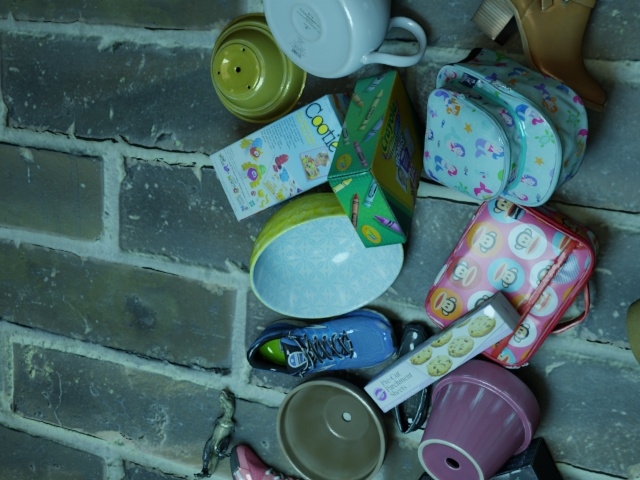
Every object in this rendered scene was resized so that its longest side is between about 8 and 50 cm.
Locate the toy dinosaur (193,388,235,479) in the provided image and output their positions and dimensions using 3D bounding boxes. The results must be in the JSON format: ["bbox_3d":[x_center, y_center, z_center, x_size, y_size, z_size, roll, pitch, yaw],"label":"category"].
[{"bbox_3d":[-0.233,0.464,1.827,0.064,0.118,0.268,18,112,-6],"label":"toy dinosaur"}]

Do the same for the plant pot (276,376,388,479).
[{"bbox_3d":[0.037,0.381,1.686,0.238,0.110,0.237,6,105,23],"label":"plant pot"}]

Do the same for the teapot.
[{"bbox_3d":[0.038,-0.424,1.464,0.253,0.187,0.255,11,132,46],"label":"teapot"}]

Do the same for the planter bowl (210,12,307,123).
[{"bbox_3d":[-0.142,-0.335,1.609,0.217,0.090,0.217,5,104,22],"label":"planter bowl"}]

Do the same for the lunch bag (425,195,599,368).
[{"bbox_3d":[0.355,0.075,1.477,0.258,0.120,0.293,32,115,10],"label":"lunch bag"}]

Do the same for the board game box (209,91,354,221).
[{"bbox_3d":[-0.046,-0.161,1.577,0.275,0.142,0.144,-23,92,27],"label":"board game box"}]

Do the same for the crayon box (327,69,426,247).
[{"bbox_3d":[0.105,-0.144,1.416,0.081,0.278,0.165,-10,132,26],"label":"crayon box"}]

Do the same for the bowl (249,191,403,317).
[{"bbox_3d":[0.000,0.000,1.569,0.289,0.290,0.156,-40,43,26],"label":"bowl"}]

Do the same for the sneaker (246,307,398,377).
[{"bbox_3d":[-0.002,0.222,1.640,0.330,0.147,0.129,-11,99,28],"label":"sneaker"}]

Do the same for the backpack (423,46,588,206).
[{"bbox_3d":[0.300,-0.175,1.353,0.254,0.191,0.225,29,139,29],"label":"backpack"}]

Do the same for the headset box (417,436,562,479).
[{"bbox_3d":[0.353,0.540,1.572,0.283,0.131,0.246,-26,90,26],"label":"headset box"}]

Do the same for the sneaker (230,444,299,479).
[{"bbox_3d":[-0.071,0.559,1.796,0.136,0.116,0.313,-39,82,3],"label":"sneaker"}]

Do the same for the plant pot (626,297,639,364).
[{"bbox_3d":[0.640,0.135,1.321,0.254,0.237,0.237,-18,94,41],"label":"plant pot"}]

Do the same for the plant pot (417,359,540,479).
[{"bbox_3d":[0.274,0.349,1.500,0.201,0.180,0.201,23,136,24],"label":"plant pot"}]

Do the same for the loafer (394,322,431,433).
[{"bbox_3d":[0.182,0.273,1.614,0.076,0.078,0.223,7,105,22],"label":"loafer"}]

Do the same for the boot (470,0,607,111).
[{"bbox_3d":[0.417,-0.370,1.359,0.283,0.109,0.220,46,112,16],"label":"boot"}]

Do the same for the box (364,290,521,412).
[{"bbox_3d":[0.215,0.205,1.482,0.324,0.063,0.067,-40,88,34],"label":"box"}]
